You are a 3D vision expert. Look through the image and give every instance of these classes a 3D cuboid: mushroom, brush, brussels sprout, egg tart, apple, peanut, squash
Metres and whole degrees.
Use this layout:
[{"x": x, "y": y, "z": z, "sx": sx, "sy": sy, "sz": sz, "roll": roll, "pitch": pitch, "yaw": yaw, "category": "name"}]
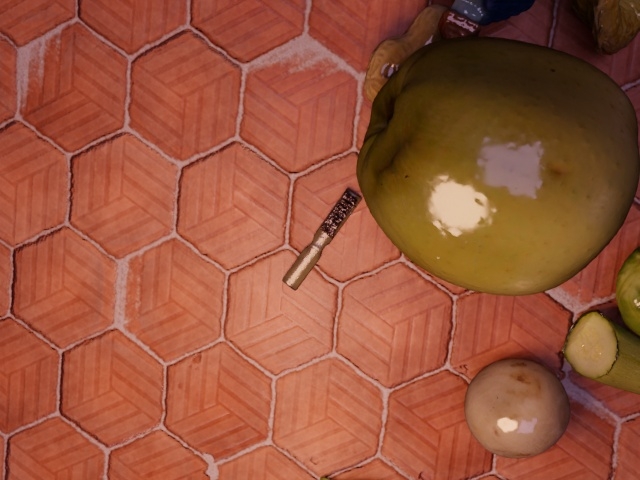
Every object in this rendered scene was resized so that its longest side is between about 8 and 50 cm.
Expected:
[{"x": 0.403, "y": 0.356, "z": 1.257, "sx": 0.207, "sy": 0.207, "sz": 0.215, "roll": -22, "pitch": 125, "yaw": 7, "category": "mushroom"}, {"x": 0.000, "y": 0.000, "z": 1.317, "sx": 0.043, "sy": 0.036, "sz": 0.248, "roll": 37, "pitch": 98, "yaw": 5, "category": "brush"}, {"x": 0.683, "y": 0.101, "z": 1.203, "sx": 0.223, "sy": 0.161, "sz": 0.223, "roll": -2, "pitch": 79, "yaw": 10, "category": "brussels sprout"}, {"x": 0.539, "y": -0.498, "z": 1.114, "sx": 0.120, "sy": 0.315, "sz": 0.315, "roll": 27, "pitch": 99, "yaw": 32, "category": "egg tart"}, {"x": 0.290, "y": -0.129, "z": 1.071, "sx": 0.472, "sy": 0.473, "sz": 0.474, "roll": 1, "pitch": 96, "yaw": 5, "category": "apple"}, {"x": 0.178, "y": -0.367, "z": 1.224, "sx": 0.120, "sy": 0.110, "sz": 0.236, "roll": 41, "pitch": 97, "yaw": 13, "category": "peanut"}, {"x": 0.643, "y": 0.266, "z": 1.244, "sx": 0.287, "sy": 0.137, "sz": 0.137, "roll": 30, "pitch": 98, "yaw": -1, "category": "squash"}]

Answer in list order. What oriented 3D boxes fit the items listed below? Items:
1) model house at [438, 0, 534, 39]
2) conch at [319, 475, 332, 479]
[{"x": 0.280, "y": -0.528, "z": 1.094, "sx": 0.294, "sy": 0.252, "sz": 0.329, "roll": 32, "pitch": 86, "yaw": 1, "category": "model house"}, {"x": 0.097, "y": 0.572, "z": 1.351, "sx": 0.200, "sy": 0.079, "sz": 0.095, "roll": 4, "pitch": 110, "yaw": 22, "category": "conch"}]
